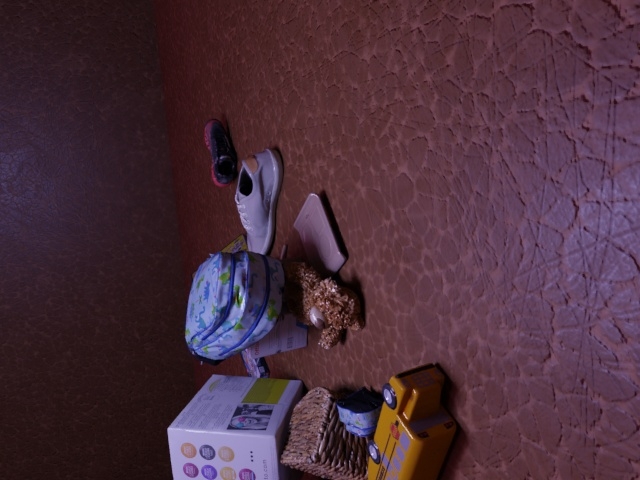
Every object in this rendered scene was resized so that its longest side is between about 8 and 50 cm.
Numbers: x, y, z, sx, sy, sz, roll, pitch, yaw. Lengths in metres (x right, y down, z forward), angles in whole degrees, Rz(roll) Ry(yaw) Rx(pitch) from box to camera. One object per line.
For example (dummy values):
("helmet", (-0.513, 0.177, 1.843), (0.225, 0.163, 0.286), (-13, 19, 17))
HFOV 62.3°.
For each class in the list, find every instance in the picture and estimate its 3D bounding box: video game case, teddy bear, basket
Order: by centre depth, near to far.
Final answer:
("teddy bear", (-0.024, 0.168, 1.413), (0.338, 0.113, 0.245), (33, 135, 51))
("basket", (0.053, 0.529, 1.432), (0.299, 0.223, 0.213), (132, 158, -60))
("video game case", (-0.372, 0.123, 2.030), (0.035, 0.275, 0.248), (49, -174, -35))

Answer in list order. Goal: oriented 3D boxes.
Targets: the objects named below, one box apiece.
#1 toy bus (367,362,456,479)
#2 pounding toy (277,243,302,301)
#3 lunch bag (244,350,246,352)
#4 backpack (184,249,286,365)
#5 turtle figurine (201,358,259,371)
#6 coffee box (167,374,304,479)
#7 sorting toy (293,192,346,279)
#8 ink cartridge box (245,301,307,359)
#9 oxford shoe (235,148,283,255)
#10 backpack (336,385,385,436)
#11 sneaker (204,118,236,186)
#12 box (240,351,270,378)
("toy bus", (0.183, 0.411, 1.082), (0.130, 0.108, 0.332), (52, 143, 47))
("pounding toy", (-0.133, 0.104, 1.693), (0.206, 0.094, 0.181), (-20, 79, 65))
("lunch bag", (-0.204, 0.330, 1.863), (0.096, 0.129, 0.151), (45, 144, 4))
("backpack", (-0.236, 0.164, 1.436), (0.356, 0.273, 0.290), (-17, 56, 40))
("turtle figurine", (-0.287, 0.334, 2.001), (0.198, 0.275, 0.266), (16, 112, 26))
("coffee box", (-0.246, 0.661, 1.683), (0.338, 0.334, 0.337), (-51, -40, -72))
("sorting toy", (0.000, 0.000, 1.443), (0.208, 0.038, 0.193), (66, 152, 20))
("ink cartridge box", (-0.140, 0.274, 1.647), (0.082, 0.191, 0.139), (-138, 46, -56))
("oxford shoe", (-0.224, -0.111, 1.786), (0.169, 0.130, 0.449), (59, 149, 38))
("backpack", (0.109, 0.411, 1.256), (0.114, 0.105, 0.084), (-5, 101, 58))
("sneaker", (-0.393, -0.354, 2.111), (0.135, 0.098, 0.276), (1, 101, 66))
("box", (-0.278, 0.505, 2.213), (0.159, 0.044, 0.233), (104, 147, -41))
